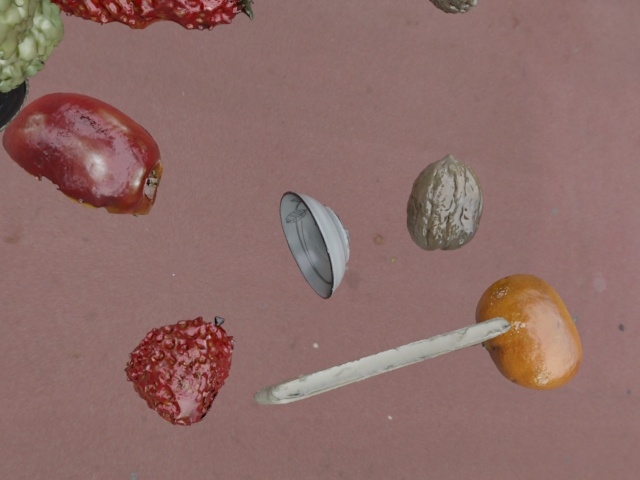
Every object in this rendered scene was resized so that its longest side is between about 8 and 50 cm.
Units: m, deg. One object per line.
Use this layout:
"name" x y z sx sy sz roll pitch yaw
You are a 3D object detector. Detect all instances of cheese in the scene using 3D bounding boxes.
"cheese" 0.104 0.168 0.699 0.399 0.085 0.034 -10 70 -26

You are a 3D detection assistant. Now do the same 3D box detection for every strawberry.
"strawberry" -0.180 -0.303 0.518 0.227 0.098 0.175 1 50 3
"strawberry" -0.261 0.281 0.986 0.233 0.178 0.234 -10 118 -20

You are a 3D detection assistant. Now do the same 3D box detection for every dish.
"dish" 0.000 0.000 1.350 0.106 0.316 0.317 -21 92 -20

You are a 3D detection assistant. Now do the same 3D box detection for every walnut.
"walnut" 0.292 -0.086 1.151 0.177 0.178 0.231 -2 105 -17

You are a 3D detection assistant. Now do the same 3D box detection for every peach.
"peach" -0.391 -0.161 0.798 0.267 0.159 0.154 32 97 4

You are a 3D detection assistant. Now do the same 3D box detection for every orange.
"orange" 0.397 0.179 0.952 0.170 0.224 0.224 -24 94 17

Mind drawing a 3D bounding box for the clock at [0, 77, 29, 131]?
"clock" -0.312 -0.130 0.467 0.010 0.074 0.083 40 90 1

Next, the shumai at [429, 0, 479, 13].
"shumai" 0.228 -0.493 0.791 0.175 0.166 0.206 -36 129 11

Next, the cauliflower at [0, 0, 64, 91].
"cauliflower" -0.325 -0.199 0.298 0.280 0.327 0.261 -14 82 -2
